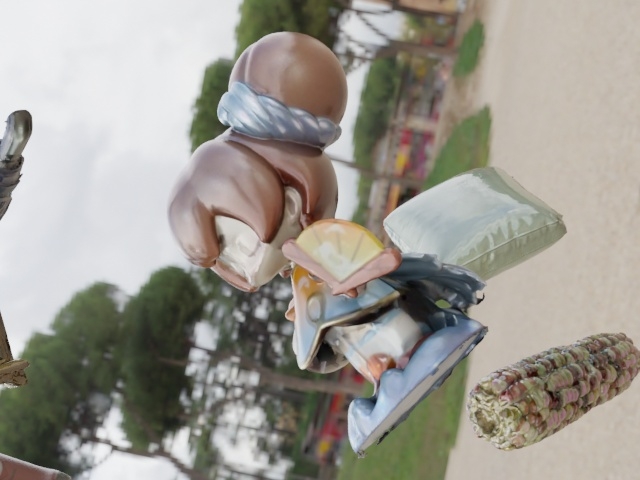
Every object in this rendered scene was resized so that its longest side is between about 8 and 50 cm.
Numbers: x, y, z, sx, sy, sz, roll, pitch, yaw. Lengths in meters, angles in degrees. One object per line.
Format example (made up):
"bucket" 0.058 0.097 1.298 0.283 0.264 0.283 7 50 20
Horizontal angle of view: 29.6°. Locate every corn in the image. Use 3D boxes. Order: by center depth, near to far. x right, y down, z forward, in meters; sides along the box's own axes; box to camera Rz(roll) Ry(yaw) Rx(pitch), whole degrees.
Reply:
"corn" 0.272 0.166 1.393 0.280 0.092 0.092 -15 -57 -45

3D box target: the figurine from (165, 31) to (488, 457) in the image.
"figurine" 0.000 0.000 1.277 0.248 0.388 0.277 -36 -17 -34

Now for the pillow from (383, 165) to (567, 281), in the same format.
"pillow" 0.264 -0.026 2.110 0.120 0.255 0.322 65 177 -24

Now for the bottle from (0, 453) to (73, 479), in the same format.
"bottle" -0.502 0.319 1.583 0.144 0.336 0.144 -157 90 -82

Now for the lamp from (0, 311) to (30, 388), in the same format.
"lamp" -0.314 -0.033 0.894 0.090 0.089 0.326 -15 -92 -70

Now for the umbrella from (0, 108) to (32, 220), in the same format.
"umbrella" -0.383 -0.076 1.417 0.248 0.070 0.071 -42 30 56
